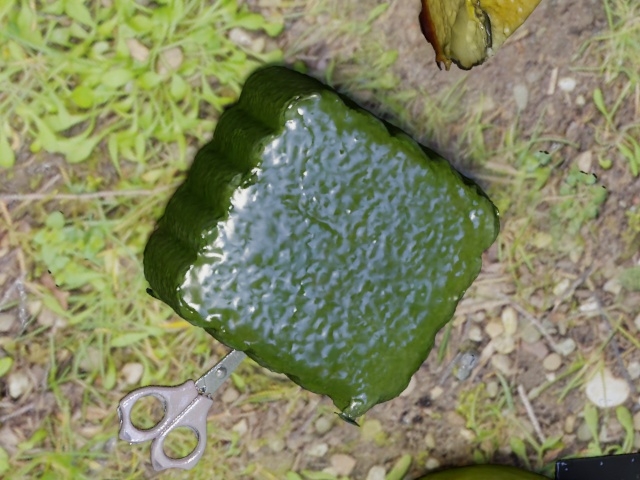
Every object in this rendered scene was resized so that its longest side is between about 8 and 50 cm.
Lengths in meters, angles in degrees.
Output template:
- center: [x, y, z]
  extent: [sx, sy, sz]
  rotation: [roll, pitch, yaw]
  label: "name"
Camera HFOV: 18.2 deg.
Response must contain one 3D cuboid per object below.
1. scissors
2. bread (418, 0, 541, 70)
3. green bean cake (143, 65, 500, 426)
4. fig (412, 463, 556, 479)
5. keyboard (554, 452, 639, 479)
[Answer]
- center: [-0.104, 0.133, 1.862]
  extent: [0.189, 0.015, 0.100]
  rotation: [-45, 115, -5]
  label: "scissors"
- center: [0.128, -0.239, 1.767]
  extent: [0.169, 0.140, 0.160]
  rotation: [30, 83, -19]
  label: "bread"
- center: [0.000, 0.000, 1.781]
  extent: [0.250, 0.156, 0.247]
  rotation: [30, 93, -23]
  label: "green bean cake"
- center: [0.183, 0.340, 1.896]
  extent: [0.326, 0.258, 0.258]
  rotation: [5, 104, -41]
  label: "fig"
- center: [0.327, 0.245, 2.035]
  extent: [0.195, 0.018, 0.060]
  rotation: [-3, 98, -18]
  label: "keyboard"
